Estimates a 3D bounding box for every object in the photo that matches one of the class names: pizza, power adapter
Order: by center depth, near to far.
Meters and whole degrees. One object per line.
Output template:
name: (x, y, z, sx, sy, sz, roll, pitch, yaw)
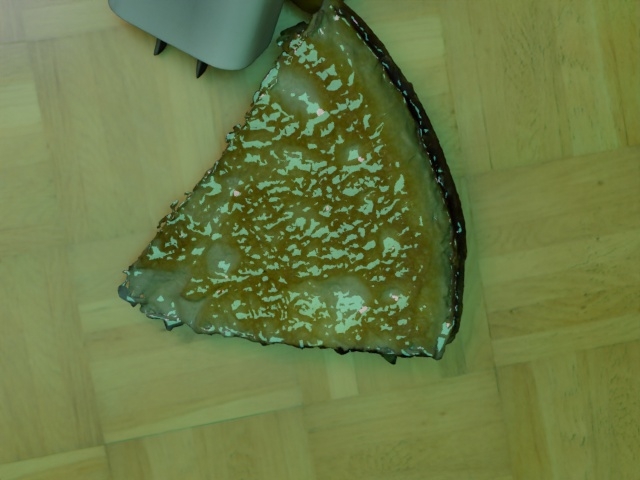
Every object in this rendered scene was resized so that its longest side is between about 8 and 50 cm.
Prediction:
power adapter: (-0.134, -0.295, 1.269, 0.187, 0.124, 0.255, 29, 133, 6)
pizza: (0.030, -0.013, 1.363, 0.392, 0.080, 0.435, 34, 99, -12)

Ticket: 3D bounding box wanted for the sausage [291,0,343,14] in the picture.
sausage: (-0.059, -0.361, 1.326, 0.238, 0.098, 0.098, 42, 89, -10)
